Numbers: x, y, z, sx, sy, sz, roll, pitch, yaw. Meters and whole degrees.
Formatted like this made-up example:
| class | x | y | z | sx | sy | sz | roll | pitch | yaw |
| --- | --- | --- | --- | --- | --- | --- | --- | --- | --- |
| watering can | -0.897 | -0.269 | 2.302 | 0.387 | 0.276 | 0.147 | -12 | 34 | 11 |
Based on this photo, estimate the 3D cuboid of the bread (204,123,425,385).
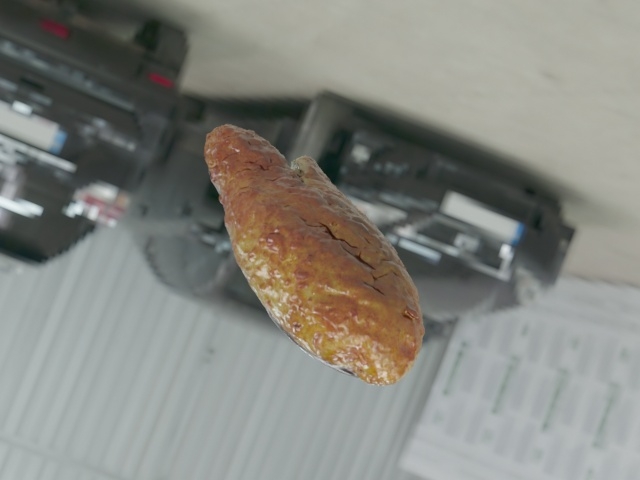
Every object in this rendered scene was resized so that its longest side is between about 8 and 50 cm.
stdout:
| class | x | y | z | sx | sy | sz | roll | pitch | yaw |
| --- | --- | --- | --- | --- | --- | --- | --- | --- | --- |
| bread | -0.005 | -0.001 | 1.239 | 0.139 | 0.095 | 0.269 | 28 | -152 | -39 |
